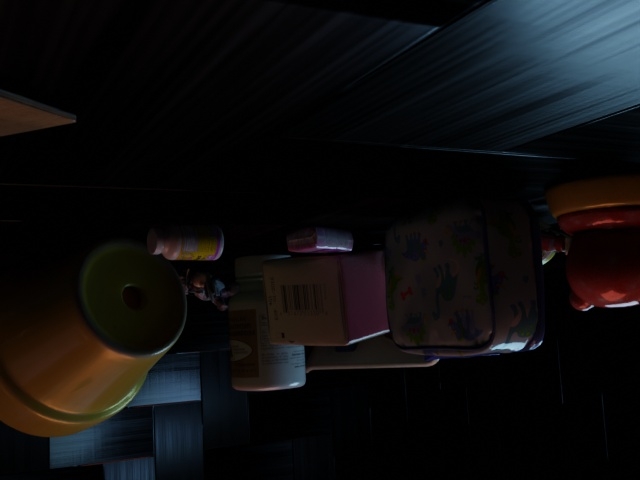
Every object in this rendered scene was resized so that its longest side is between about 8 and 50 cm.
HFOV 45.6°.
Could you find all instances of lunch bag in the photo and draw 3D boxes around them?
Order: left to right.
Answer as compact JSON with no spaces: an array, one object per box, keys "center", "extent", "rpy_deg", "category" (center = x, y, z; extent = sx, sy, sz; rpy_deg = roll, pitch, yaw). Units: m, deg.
[{"center":[0.156,0.047,0.865],"extent":[0.090,0.176,0.219],"rpy_deg":[0,172,-25],"category":"lunch bag"}]

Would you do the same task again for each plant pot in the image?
[{"center":[-0.312,0.114,1.029],"extent":[0.239,0.254,0.254],"rpy_deg":[-29,158,38],"category":"plant pot"}]

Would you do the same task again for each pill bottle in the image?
[{"center":[-0.159,0.002,0.893],"extent":[0.083,0.043,0.043],"rpy_deg":[2,172,-35],"category":"pill bottle"},{"center":[-0.096,0.143,1.338],"extent":[0.131,0.229,0.131],"rpy_deg":[-3,174,0],"category":"pill bottle"}]

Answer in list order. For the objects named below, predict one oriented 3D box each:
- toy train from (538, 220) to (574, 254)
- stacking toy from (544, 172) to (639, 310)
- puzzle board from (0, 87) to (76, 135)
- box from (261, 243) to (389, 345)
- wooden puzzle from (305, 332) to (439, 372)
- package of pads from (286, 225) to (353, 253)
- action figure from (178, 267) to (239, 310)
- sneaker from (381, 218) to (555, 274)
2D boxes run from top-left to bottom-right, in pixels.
[{"center":[0.281,0.000,0.922],"extent":[0.036,0.027,0.158],"rpy_deg":[-22,-151,-28],"category":"toy train"},{"center":[0.418,-0.002,0.764],"extent":[0.279,0.130,0.309],"rpy_deg":[4,171,-44],"category":"stacking toy"},{"center":[-0.213,-0.068,0.406],"extent":[0.128,0.011,0.096],"rpy_deg":[-5,174,22],"category":"puzzle board"},{"center":[0.044,0.076,1.150],"extent":[0.148,0.127,0.232],"rpy_deg":[-5,-179,38],"category":"box"},{"center":[0.144,0.167,1.775],"extent":[0.347,0.080,0.322],"rpy_deg":[-11,-149,28],"category":"wooden puzzle"},{"center":[0.000,0.000,1.007],"extent":[0.050,0.032,0.083],"rpy_deg":[-7,173,38],"category":"package of pads"},{"center":[-0.168,0.098,1.512],"extent":[0.285,0.099,0.185],"rpy_deg":[1,-178,-1],"category":"action figure"},{"center":[0.212,0.025,1.073],"extent":[0.240,0.091,0.126],"rpy_deg":[-7,173,22],"category":"sneaker"}]
